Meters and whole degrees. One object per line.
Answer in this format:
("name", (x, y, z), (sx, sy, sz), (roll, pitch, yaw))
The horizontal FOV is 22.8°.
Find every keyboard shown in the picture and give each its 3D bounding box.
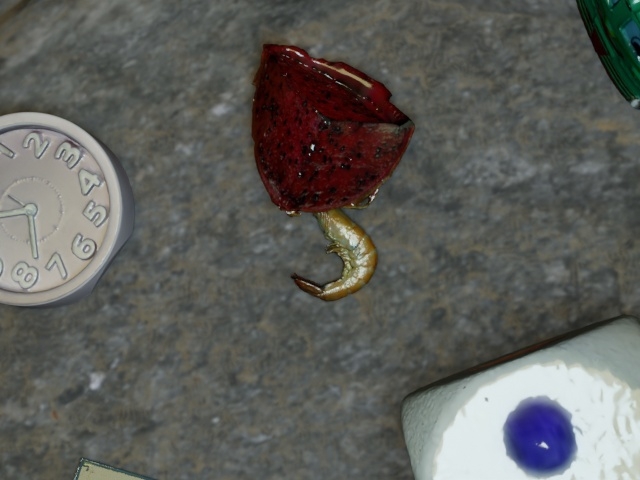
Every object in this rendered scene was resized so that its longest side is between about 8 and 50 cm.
("keyboard", (-0.167, 0.271, 1.609), (0.176, 0.014, 0.055), (15, 86, 6))

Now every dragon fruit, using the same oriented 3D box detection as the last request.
("dragon fruit", (-0.004, -0.112, 1.602), (0.127, 0.120, 0.161), (-58, 48, 26))

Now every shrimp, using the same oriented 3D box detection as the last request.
("shrimp", (0.000, 0.000, 1.614), (0.091, 0.025, 0.127), (-31, 86, 3))

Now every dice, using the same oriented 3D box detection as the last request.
("dice", (0.225, 0.220, 1.464), (0.243, 0.259, 0.251), (-21, 85, 5))

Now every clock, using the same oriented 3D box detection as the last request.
("clock", (-0.292, -0.030, 1.618), (0.197, 0.068, 0.197), (0, 85, 5))

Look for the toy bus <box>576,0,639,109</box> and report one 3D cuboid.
("toy bus", (0.425, -0.273, 1.520), (0.343, 0.199, 0.183), (-26, 85, 4))
